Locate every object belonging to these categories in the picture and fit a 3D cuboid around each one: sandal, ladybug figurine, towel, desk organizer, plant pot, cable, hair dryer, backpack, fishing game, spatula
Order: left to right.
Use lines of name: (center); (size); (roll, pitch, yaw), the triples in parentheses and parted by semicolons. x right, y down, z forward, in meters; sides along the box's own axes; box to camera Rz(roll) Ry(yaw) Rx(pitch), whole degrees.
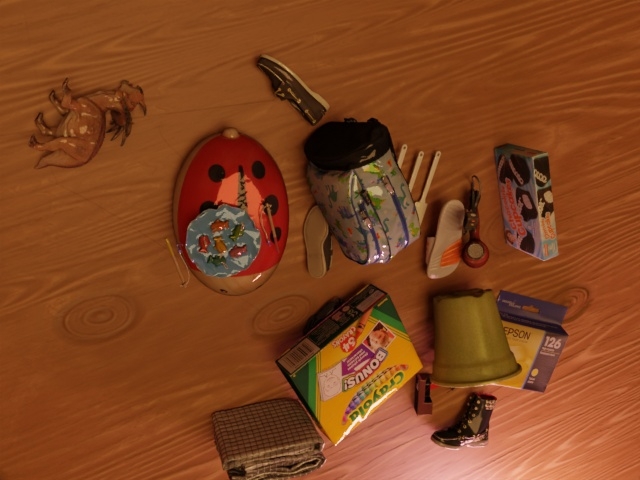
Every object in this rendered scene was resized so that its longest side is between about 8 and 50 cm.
fishing game: (-0.229, 0.005, 1.533); (0.264, 0.041, 0.189); (-17, 114, -13)
ladybug figurine: (-0.217, -0.058, 1.629); (0.305, 0.162, 0.449); (-10, 109, -17)
towel: (-0.154, 0.574, 1.808); (0.283, 0.235, 0.121); (-8, 112, -18)
cable: (0.033, 0.266, 1.890); (0.184, 0.047, 0.150); (-48, 120, -6)
backpack: (0.116, -0.110, 1.669); (0.273, 0.290, 0.355); (-50, 123, -13)
spatula: (0.256, -0.151, 1.840); (0.168, 0.019, 0.242); (8, 108, -27)
desk organizer: (0.334, 0.495, 2.059); (0.050, 0.047, 0.130); (-1, 107, -5)
sandal: (0.369, -0.012, 1.904); (0.102, 0.076, 0.265); (-2, 119, -17)
plant pot: (0.449, 0.281, 1.933); (0.276, 0.276, 0.254); (-9, 90, -18)
hair dryer: (0.468, -0.023, 1.897); (0.080, 0.223, 0.293); (7, 131, 16)

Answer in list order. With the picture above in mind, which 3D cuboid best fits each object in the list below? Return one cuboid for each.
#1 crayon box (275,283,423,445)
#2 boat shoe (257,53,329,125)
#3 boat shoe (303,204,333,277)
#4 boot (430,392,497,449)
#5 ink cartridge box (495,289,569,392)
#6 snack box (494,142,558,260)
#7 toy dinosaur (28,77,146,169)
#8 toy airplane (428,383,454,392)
crayon box: (0.094, 0.359, 1.858); (0.363, 0.106, 0.313); (-38, 121, -16)
boat shoe: (-0.076, -0.381, 1.627); (0.228, 0.081, 0.069); (35, 88, -28)
boat shoe: (0.000, 0.000, 1.796); (0.065, 0.075, 0.206); (-21, 114, -61)
boot: (0.481, 0.597, 2.133); (0.236, 0.085, 0.178); (7, 101, -29)
ink cartridge box: (0.680, 0.345, 2.139); (0.303, 0.072, 0.307); (14, 103, -23)
snack box: (0.611, -0.117, 1.904); (0.060, 0.187, 0.322); (-19, 111, -14)
toy dinosaur: (-0.540, -0.252, 1.478); (0.200, 0.127, 0.296); (29, 100, -32)
toy airplane: (0.414, 0.432, 2.086); (0.151, 0.028, 0.151); (-6, 108, -18)
